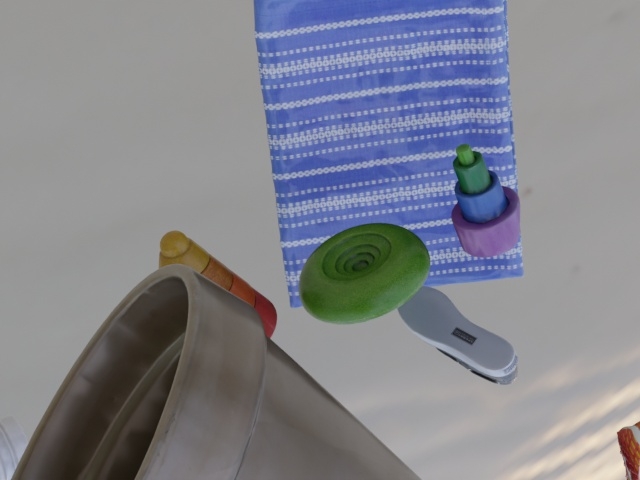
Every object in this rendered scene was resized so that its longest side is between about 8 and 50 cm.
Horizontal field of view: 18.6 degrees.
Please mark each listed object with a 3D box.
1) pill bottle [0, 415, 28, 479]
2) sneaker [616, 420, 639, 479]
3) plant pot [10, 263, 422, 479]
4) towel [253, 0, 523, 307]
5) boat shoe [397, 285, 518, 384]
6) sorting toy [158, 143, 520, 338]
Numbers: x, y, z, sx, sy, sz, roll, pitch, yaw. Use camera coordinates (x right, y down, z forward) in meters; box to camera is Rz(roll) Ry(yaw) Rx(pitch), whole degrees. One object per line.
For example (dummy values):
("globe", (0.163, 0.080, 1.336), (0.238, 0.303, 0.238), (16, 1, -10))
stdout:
("pill bottle", (-0.377, 0.236, 1.979), (0.160, 0.087, 0.087), (-20, 154, -24))
("sneaker", (0.259, 0.190, 1.430), (0.067, 0.064, 0.175), (-16, 141, -3))
("plant pot", (-0.061, 0.223, 1.405), (0.323, 0.280, 0.323), (-51, -160, 26))
("towel", (0.071, -0.101, 1.879), (0.243, 0.040, 0.336), (-8, 113, -3))
("boat shoe", (0.129, 0.093, 1.843), (0.049, 0.142, 0.040), (-45, 146, -16))
("sorting toy", (0.000, 0.000, 1.775), (0.365, 0.127, 0.126), (-20, 124, 4))
